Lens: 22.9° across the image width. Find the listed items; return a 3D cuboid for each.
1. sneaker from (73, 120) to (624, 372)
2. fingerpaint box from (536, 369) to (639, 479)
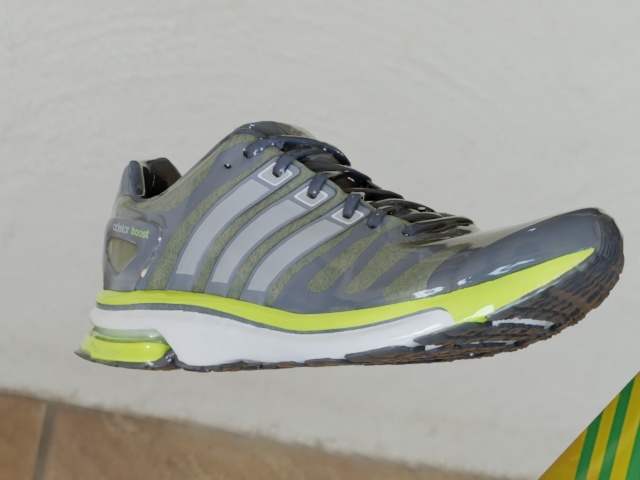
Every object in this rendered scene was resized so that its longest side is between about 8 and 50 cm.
[{"bbox_3d":[0.000,0.000,0.754,0.300,0.121,0.111,-5,-6,33],"label":"sneaker"},{"bbox_3d":[0.263,0.214,0.762,0.371,0.445,0.163,-44,47,-10],"label":"fingerpaint box"}]
